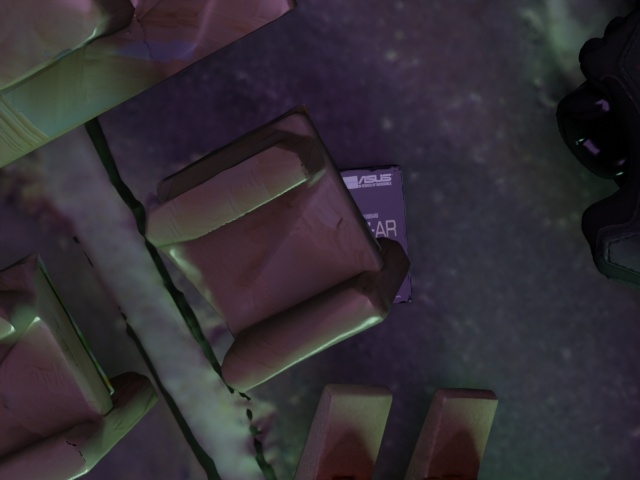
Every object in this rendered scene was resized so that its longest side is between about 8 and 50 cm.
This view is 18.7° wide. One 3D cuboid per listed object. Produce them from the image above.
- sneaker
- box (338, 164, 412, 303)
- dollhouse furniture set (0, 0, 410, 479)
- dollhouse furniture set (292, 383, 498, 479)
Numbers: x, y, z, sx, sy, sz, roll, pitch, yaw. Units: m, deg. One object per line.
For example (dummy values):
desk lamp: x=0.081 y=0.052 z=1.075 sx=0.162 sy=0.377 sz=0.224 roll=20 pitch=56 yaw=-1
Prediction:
sneaker: x=0.176 y=-0.088 z=0.870 sx=0.135 sy=0.097 sz=0.276 roll=2 pitch=62 yaw=16
box: x=0.000 y=0.000 z=0.932 sx=0.083 sy=0.018 sz=0.067 roll=-5 pitch=95 yaw=-5
dollhouse furniture set: x=-0.050 y=-0.143 z=0.836 sx=0.394 sy=0.256 sz=0.362 roll=-27 pitch=95 yaw=12
dollhouse furniture set: x=0.151 y=0.138 z=0.849 sx=0.259 sy=0.262 sz=0.135 roll=7 pitch=107 yaw=-43
